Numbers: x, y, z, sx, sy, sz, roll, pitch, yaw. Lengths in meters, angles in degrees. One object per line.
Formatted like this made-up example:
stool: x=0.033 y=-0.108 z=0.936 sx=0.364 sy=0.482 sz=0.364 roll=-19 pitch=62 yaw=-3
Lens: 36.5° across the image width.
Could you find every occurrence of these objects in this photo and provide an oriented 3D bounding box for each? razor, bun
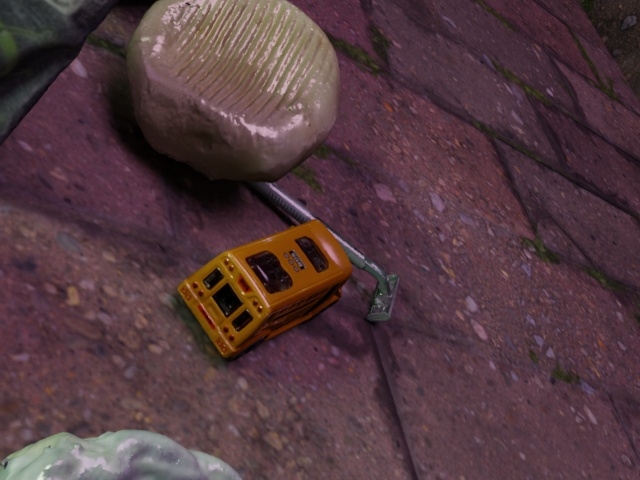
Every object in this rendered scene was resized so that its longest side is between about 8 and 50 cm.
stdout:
razor: x=0.005 y=-0.005 z=1.037 sx=0.211 sy=0.036 sz=0.084 roll=43 pitch=28 yaw=-13
bun: x=-0.091 y=-0.148 z=0.970 sx=0.231 sy=0.133 sz=0.231 roll=11 pitch=55 yaw=-16

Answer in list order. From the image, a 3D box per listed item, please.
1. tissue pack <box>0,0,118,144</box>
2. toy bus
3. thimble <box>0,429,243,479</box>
tissue pack: x=-0.319 y=-0.251 z=0.629 sx=0.394 sy=0.288 sz=0.124 roll=32 pitch=31 yaw=-28
toy bus: x=-0.036 y=0.036 z=0.883 sx=0.083 sy=0.088 sz=0.194 roll=54 pitch=30 yaw=8
thimble: x=-0.108 y=0.225 z=0.504 sx=0.250 sy=0.172 sz=0.205 roll=55 pitch=26 yaw=3
